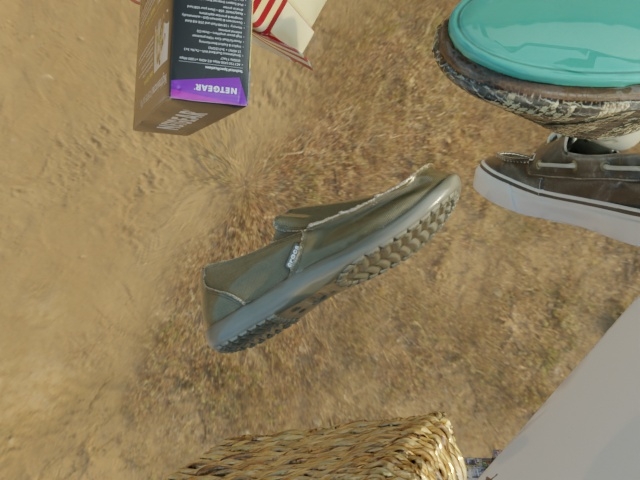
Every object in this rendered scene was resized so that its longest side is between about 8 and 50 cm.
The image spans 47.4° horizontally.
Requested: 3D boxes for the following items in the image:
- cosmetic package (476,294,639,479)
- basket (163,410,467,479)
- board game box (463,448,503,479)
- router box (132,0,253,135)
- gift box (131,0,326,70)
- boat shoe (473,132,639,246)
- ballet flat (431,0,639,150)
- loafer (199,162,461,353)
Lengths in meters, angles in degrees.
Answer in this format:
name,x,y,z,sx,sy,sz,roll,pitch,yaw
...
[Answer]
name,x,y,z,sx,sy,sz,roll,pitch,yaw
cosmetic package,0.214,0.180,0.447,0.155,0.197,0.365,44,80,-4
basket,-0.011,0.310,0.711,0.299,0.223,0.213,-13,89,23
board game box,0.211,0.321,0.817,0.194,0.194,0.060,0,114,2
router box,-0.083,-0.139,0.450,0.046,0.179,0.133,3,92,-20
gift box,-0.095,-0.360,0.856,0.255,0.276,0.258,31,92,28
boat shoe,0.313,-0.081,0.857,0.121,0.335,0.119,-6,106,-29
ballet flat,0.322,-0.176,0.638,0.483,0.182,0.164,-22,60,-9
loafer,0.000,0.000,0.611,0.251,0.094,0.087,-30,73,2
